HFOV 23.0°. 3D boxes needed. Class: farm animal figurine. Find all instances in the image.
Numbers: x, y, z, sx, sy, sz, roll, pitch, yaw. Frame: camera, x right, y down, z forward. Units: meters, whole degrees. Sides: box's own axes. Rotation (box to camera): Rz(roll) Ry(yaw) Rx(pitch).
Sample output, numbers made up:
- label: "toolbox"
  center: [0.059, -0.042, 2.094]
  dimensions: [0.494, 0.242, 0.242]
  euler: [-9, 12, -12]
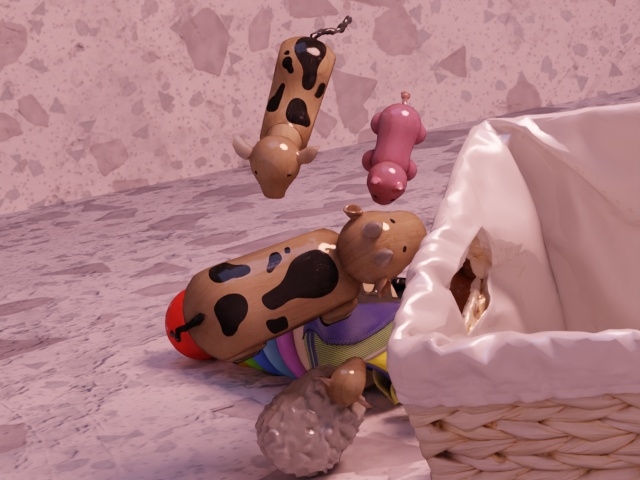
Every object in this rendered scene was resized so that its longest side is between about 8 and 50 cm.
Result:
- label: "farm animal figurine"
  center: [0.000, 0.000, 1.431]
  dimensions: [0.327, 0.330, 0.172]
  euler: [-39, -5, -6]

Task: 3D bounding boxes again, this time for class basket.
- label: "basket"
  center: [0.250, 0.081, 1.070]
  dimensions: [0.331, 0.266, 0.328]
  euler: [-4, 30, 19]

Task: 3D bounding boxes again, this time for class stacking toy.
- label: "stacking toy"
  center: [-0.066, 0.095, 1.758]
  dimensions: [0.141, 0.141, 0.330]
  euler: [-19, 9, -39]

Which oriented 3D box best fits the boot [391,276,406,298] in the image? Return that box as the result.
- label: "boot"
  center: [0.112, 0.053, 1.869]
  dimensions: [0.207, 0.094, 0.246]
  euler: [1, 21, 24]

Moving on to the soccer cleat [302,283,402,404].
- label: "soccer cleat"
  center: [0.103, 0.111, 1.622]
  dimensions: [0.289, 0.121, 0.093]
  euler: [9, -6, -34]

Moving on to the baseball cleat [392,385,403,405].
- label: "baseball cleat"
  center: [0.167, 0.138, 1.494]
  dimensions: [0.206, 0.072, 0.109]
  euler: [-10, 17, 11]
